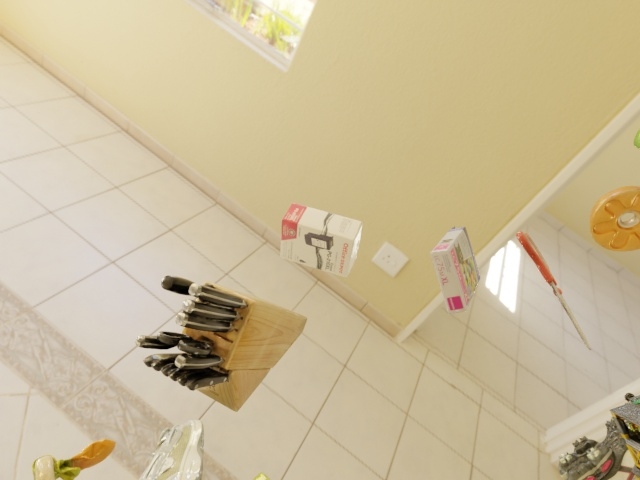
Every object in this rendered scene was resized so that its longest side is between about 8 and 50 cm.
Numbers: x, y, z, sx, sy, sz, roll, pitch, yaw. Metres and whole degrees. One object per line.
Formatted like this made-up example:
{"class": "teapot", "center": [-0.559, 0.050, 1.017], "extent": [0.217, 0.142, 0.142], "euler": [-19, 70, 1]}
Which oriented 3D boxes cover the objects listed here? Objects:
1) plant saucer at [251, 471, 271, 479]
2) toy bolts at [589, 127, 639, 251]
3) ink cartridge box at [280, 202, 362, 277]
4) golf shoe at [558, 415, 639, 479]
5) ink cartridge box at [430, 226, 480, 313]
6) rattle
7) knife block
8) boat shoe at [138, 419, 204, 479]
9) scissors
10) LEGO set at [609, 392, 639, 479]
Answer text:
{"class": "plant saucer", "center": [-0.120, 0.608, 0.880], "extent": [0.188, 0.045, 0.188], "euler": [-5, 68, -64]}
{"class": "toy bolts", "center": [0.490, -0.024, 0.529], "extent": [0.228, 0.218, 0.158], "euler": [23, 34, -1]}
{"class": "ink cartridge box", "center": [0.000, 0.000, 1.374], "extent": [0.237, 0.172, 0.100], "euler": [16, 44, 10]}
{"class": "golf shoe", "center": [0.574, 0.382, 0.777], "extent": [0.120, 0.273, 0.105], "euler": [49, 10, 11]}
{"class": "ink cartridge box", "center": [0.419, 0.073, 1.301], "extent": [0.311, 0.065, 0.185], "euler": [-31, 105, -60]}
{"class": "rattle", "center": [-0.421, 0.446, 0.740], "extent": [0.143, 0.200, 0.130], "euler": [13, 85, -36]}
{"class": "knife block", "center": [-0.120, 0.105, 0.609], "extent": [0.088, 0.242, 0.276], "euler": [20, 36, 22]}
{"class": "boat shoe", "center": [-0.250, 0.379, 0.709], "extent": [0.103, 0.320, 0.118], "euler": [6, 84, -15]}
{"class": "scissors", "center": [0.505, 0.098, 0.921], "extent": [0.109, 0.021, 0.297], "euler": [24, 38, -47]}
{"class": "LEGO set", "center": [0.562, 0.316, 0.555], "extent": [0.255, 0.331, 0.192], "euler": [-21, 81, -2]}
